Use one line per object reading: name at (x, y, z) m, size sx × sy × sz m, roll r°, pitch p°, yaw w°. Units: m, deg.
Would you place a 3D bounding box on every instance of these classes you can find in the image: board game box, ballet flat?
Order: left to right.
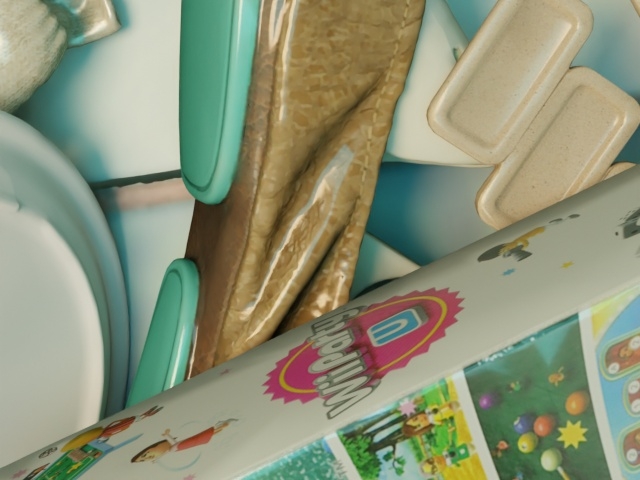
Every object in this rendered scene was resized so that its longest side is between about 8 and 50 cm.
ballet flat at (0.000, 0.000, 0.474) m, size 0.124 × 0.116 × 0.342 m, roll 7°, pitch 98°, yaw -17°
board game box at (0.074, 0.115, 0.407) m, size 0.303 × 0.097 × 0.224 m, roll -26°, pitch 106°, yaw 1°

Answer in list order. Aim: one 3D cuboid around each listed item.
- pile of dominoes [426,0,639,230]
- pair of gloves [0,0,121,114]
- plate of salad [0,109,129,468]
pile of dominoes at (0.159, -0.011, 0.461) m, size 0.196 × 0.040 × 0.251 m, roll -31°, pitch 103°, yaw 2°
pair of gloves at (-0.191, -0.131, 0.457) m, size 0.204 × 0.042 × 0.240 m, roll -26°, pitch 95°, yaw -20°
plate of salad at (-0.135, 0.052, 0.452) m, size 0.048 × 0.200 × 0.200 m, roll 8°, pitch 99°, yaw 33°
